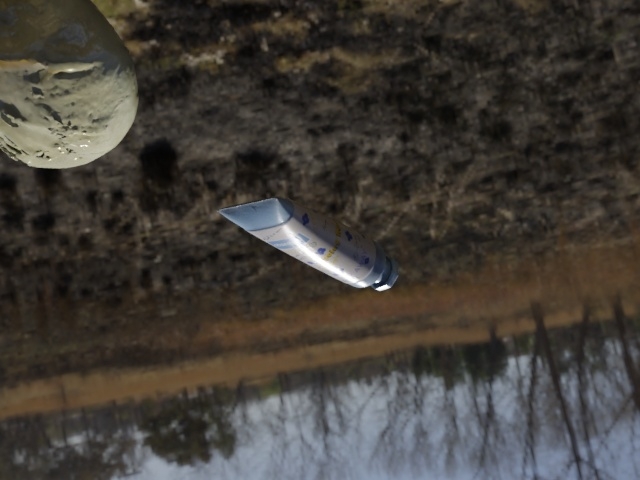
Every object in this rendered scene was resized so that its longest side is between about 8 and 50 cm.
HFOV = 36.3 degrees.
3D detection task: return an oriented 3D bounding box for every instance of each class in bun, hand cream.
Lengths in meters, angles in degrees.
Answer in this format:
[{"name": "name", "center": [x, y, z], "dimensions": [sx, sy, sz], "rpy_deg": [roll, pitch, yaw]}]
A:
[{"name": "bun", "center": [-0.343, -0.186, 1.072], "dimensions": [0.287, 0.287, 0.146], "rpy_deg": [-20, -147, 48]}, {"name": "hand cream", "center": [0.000, 0.000, 0.786], "dimensions": [0.065, 0.043, 0.171], "rpy_deg": [-12, 151, 41]}]
